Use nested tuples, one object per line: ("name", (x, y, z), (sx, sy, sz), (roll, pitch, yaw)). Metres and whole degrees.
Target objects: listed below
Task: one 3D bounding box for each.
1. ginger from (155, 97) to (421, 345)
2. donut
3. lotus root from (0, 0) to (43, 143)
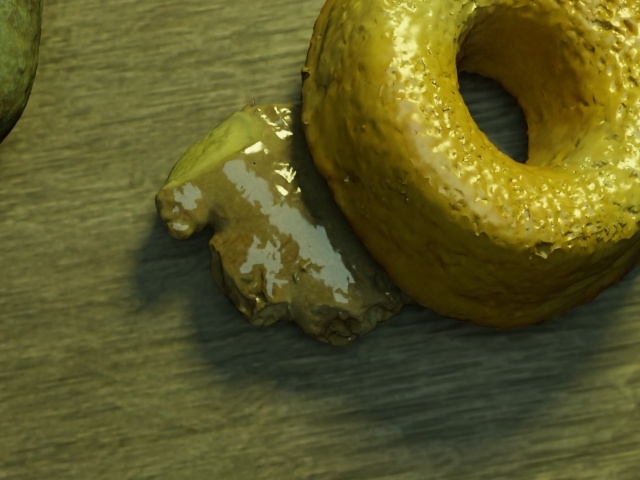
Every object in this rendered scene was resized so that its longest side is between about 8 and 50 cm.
("ginger", (-0.004, 0.003, 1.215), (0.213, 0.074, 0.137), (38, 82, -3))
("donut", (0.122, -0.089, 1.187), (0.277, 0.108, 0.278), (5, 70, -15))
("lotus root", (-0.267, -0.179, 1.186), (0.175, 0.175, 0.350), (-9, 86, -4))
